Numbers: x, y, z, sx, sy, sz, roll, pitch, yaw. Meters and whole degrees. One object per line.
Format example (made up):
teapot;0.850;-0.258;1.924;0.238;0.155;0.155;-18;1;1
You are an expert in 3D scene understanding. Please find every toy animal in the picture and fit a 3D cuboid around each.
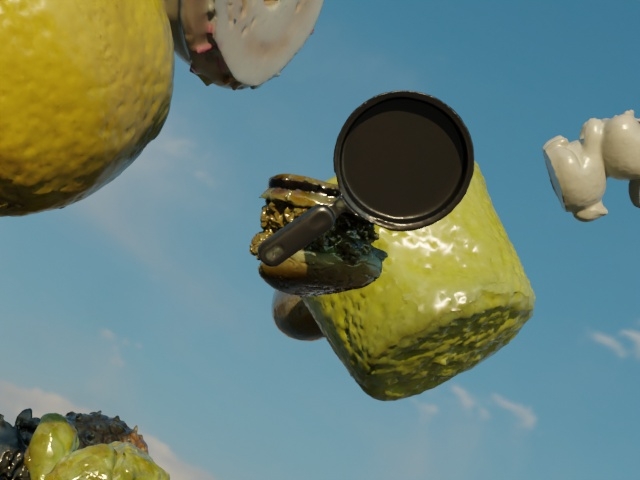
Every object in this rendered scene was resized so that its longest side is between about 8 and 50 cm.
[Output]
toy animal;0.472;-0.116;1.664;0.193;0.178;0.127;-11;3;8

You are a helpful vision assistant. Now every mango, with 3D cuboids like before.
mango;0.012;0.107;1.916;0.146;0.193;0.316;51;-26;-12

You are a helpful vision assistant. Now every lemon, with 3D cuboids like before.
lemon;-0.259;-0.157;0.843;0.293;0.293;0.293;22;-26;12

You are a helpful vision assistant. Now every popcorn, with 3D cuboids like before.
popcorn;-0.268;0.301;1.167;0.212;0.198;0.198;43;-22;16

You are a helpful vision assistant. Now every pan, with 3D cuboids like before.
pan;0.038;-0.050;0.976;0.136;0.235;0.028;56;2;-8

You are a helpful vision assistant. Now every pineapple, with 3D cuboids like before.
pineapple;-0.359;0.289;1.323;0.158;0.158;0.279;7;-13;37

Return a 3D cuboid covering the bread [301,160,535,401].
bread;0.142;0.050;1.531;0.308;0.348;0.348;60;-8;33

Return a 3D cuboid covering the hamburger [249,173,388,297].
hamburger;0.000;0.000;1.166;0.159;0.131;0.185;8;-9;5

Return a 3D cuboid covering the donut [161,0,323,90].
donut;-0.117;-0.409;1.484;0.142;0.382;0.382;21;-26;22
